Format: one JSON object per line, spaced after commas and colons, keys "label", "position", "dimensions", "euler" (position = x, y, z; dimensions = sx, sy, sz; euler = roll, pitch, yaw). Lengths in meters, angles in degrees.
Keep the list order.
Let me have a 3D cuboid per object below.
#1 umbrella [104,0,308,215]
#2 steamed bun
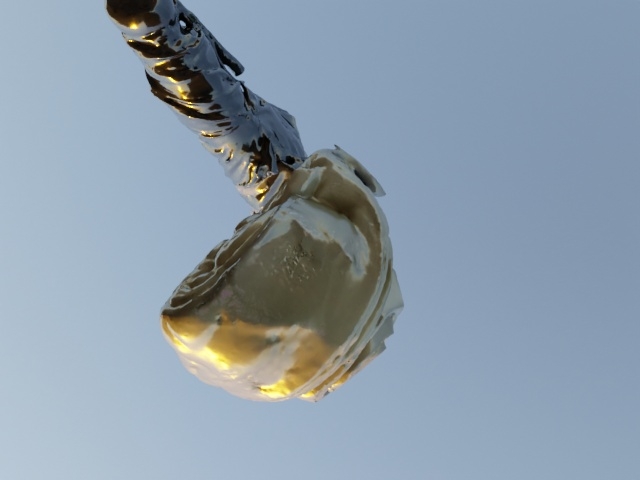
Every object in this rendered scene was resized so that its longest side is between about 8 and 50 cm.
{"label": "umbrella", "position": [-0.081, -0.120, 0.765], "dimensions": [0.106, 0.358, 0.113], "euler": [-37, -129, -1]}
{"label": "steamed bun", "position": [-0.008, 0.044, 0.615], "dimensions": [0.144, 0.218, 0.211], "euler": [39, -109, 8]}
